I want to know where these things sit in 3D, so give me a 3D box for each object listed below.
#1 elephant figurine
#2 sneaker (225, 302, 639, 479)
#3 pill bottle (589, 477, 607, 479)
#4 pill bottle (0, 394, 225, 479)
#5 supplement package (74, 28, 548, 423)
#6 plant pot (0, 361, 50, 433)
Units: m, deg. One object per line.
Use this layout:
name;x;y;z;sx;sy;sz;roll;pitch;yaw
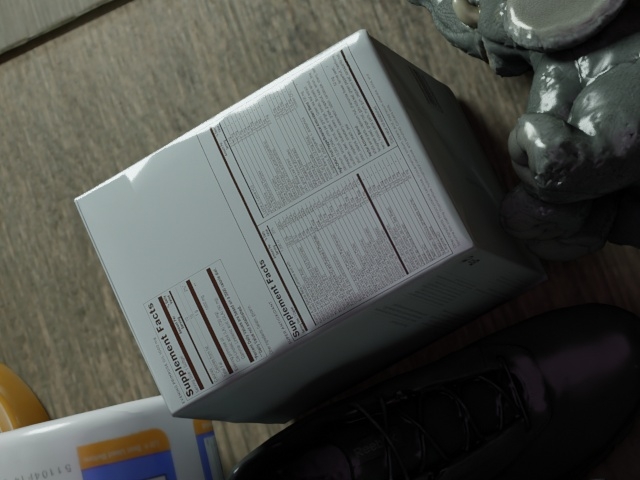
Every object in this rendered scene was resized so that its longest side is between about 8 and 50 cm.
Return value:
elephant figurine;0.159;-0.123;1.145;0.186;0.169;0.239;-4;65;-10
sneaker;0.070;0.122;1.153;0.286;0.130;0.109;-29;74;13
pill bottle;0.148;0.332;1.064;0.204;0.204;0.361;-24;77;15
pill bottle;-0.116;0.240;1.187;0.152;0.152;0.272;-14;86;17
supplement package;0.000;0.000;1.154;0.203;0.194;0.149;-29;75;13
plant pot;-0.301;0.165;1.243;0.205;0.188;0.205;-2;84;19
